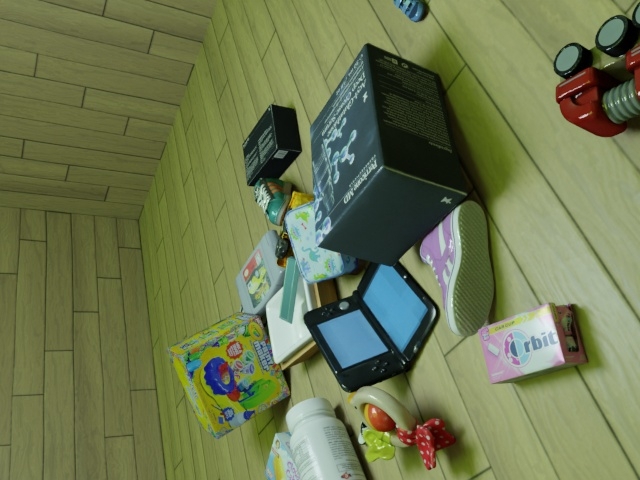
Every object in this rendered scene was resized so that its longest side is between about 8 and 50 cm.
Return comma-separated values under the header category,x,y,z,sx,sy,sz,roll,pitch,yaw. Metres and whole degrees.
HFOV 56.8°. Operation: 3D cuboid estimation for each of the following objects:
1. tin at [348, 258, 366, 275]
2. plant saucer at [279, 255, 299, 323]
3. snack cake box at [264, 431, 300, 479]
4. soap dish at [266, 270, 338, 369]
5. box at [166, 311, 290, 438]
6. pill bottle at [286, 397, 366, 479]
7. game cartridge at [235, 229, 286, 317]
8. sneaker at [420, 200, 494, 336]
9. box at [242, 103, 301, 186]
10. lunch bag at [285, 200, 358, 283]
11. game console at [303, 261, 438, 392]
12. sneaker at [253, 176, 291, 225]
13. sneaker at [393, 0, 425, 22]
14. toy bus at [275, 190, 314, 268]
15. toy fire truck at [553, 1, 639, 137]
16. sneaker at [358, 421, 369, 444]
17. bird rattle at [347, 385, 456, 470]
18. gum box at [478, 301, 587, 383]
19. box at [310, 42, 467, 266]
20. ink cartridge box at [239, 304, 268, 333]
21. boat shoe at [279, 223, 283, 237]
category,x,y,z,sx,sy,sz,roll,pitch,yaw
tin,0.096,0.004,1.643,0.106,0.040,0.189,24,106,54
plant saucer,-0.091,0.143,1.724,0.067,0.018,0.192,12,95,60
snack cake box,-0.062,0.707,1.745,0.264,0.089,0.152,37,118,56
soap dish,-0.049,0.231,1.771,0.291,0.118,0.229,-47,46,47
box,-0.295,0.423,1.909,0.177,0.279,0.290,-4,110,60
pill bottle,0.011,0.573,1.568,0.160,0.160,0.283,-62,36,34
game cartridge,-0.192,0.130,1.975,0.294,0.060,0.196,-54,50,37
sneaker,0.280,0.070,1.260,0.161,0.102,0.282,-28,51,59
box,-0.179,-0.330,2.107,0.261,0.103,0.184,-41,54,51
lunch bag,0.000,0.000,1.619,0.176,0.090,0.219,-20,86,40
game console,0.111,0.185,1.462,0.293,0.250,0.173,-126,23,-50
sneaker,-0.164,-0.132,1.925,0.302,0.121,0.108,-97,26,-69
sneaker,0.218,-0.605,1.506,0.053,0.059,0.144,-58,40,35
toy bus,-0.058,-0.043,1.826,0.211,0.149,0.220,-107,32,-56
toy fire truck,0.492,-0.204,0.904,0.217,0.158,0.246,-26,53,56
sneaker,0.116,0.483,1.519,0.040,0.044,0.109,53,131,47
bird rattle,0.155,0.409,1.299,0.207,0.143,0.253,48,158,-5
gum box,0.385,0.190,1.079,0.188,0.062,0.107,-39,53,52
box,0.135,-0.192,1.364,0.293,0.212,0.395,-50,34,45
ink cartridge box,-0.238,0.267,2.138,0.127,0.072,0.175,29,111,58
boat shoe,-0.114,0.017,1.974,0.060,0.064,0.178,40,117,57
